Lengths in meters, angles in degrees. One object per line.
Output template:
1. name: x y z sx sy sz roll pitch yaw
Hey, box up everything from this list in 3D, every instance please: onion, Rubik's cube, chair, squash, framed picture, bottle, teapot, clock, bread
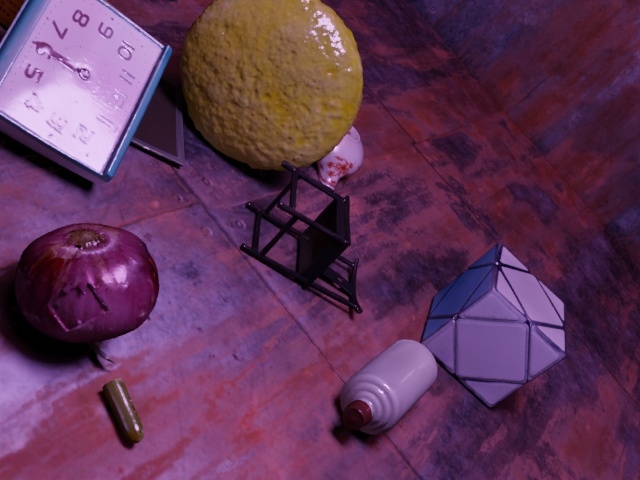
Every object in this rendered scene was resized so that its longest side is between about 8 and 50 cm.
1. onion: -0.291 0.054 1.015 0.177 0.153 0.177 16 46 -17
2. Rubik's cube: 0.354 0.171 1.638 0.207 0.205 0.205 43 29 -8
3. chair: 0.000 0.000 1.467 0.260 0.141 0.154 30 34 -21
4. squash: -0.241 0.213 1.000 0.027 0.027 0.083 -1 56 -53
5. framed picture: -0.335 -0.251 1.462 0.197 0.014 0.252 26 35 -32
6. bottle: 0.105 0.246 1.328 0.104 0.104 0.245 52 30 9
7. teapot: 0.026 -0.223 1.818 0.159 0.116 0.245 20 31 -20
8. clock: -0.383 -0.246 1.237 0.231 0.116 0.262 33 62 -30
9. bread: -0.085 -0.338 1.573 0.348 0.348 0.307 38 24 -15

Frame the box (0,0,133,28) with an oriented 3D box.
1. box: -0.456 -0.395 1.403 0.274 0.076 0.174 39 33 -6
